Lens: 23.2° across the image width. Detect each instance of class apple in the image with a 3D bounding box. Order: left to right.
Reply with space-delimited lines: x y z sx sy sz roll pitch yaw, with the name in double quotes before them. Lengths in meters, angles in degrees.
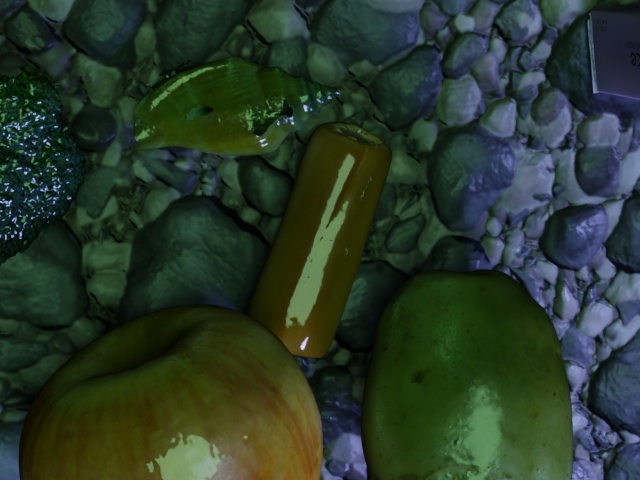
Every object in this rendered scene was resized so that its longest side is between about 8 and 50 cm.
"apple" -0.133 0.197 1.441 0.286 0.286 0.233 -26 110 -9

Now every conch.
"conch" -0.082 -0.129 1.505 0.200 0.079 0.095 3 79 -5

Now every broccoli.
"broccoli" -0.340 -0.097 1.362 0.297 0.297 0.297 1 73 -14

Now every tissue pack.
"tissue pack" 0.373 -0.186 1.512 0.148 0.246 0.092 -8 102 -11

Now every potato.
"potato" 0.147 0.181 1.536 0.216 0.216 0.304 1 101 -14

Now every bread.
"bread" 0.000 0.000 1.540 0.092 0.074 0.239 18 93 -10
